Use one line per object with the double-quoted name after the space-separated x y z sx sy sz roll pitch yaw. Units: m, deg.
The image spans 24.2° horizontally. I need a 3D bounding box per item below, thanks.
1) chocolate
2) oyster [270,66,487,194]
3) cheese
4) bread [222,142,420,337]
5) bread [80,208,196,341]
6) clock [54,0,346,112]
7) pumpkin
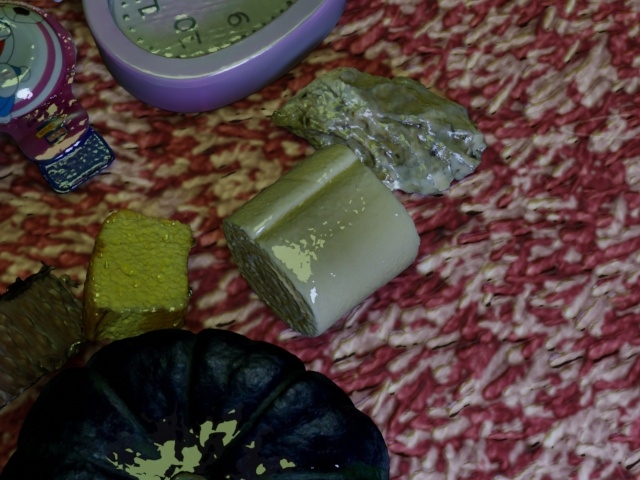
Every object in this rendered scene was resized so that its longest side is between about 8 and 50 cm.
-0.284 0.099 1.346 0.102 0.329 0.065 37 106 2 "chocolate"
0.070 -0.123 1.539 0.209 0.072 0.133 31 77 5 "oyster"
-0.310 -0.157 1.540 0.155 0.062 0.244 -35 78 -14 "cheese"
0.000 0.000 1.465 0.141 0.134 0.148 -37 89 -17 "bread"
-0.176 0.039 1.439 0.103 0.065 0.187 10 28 -11 "bread"
-0.133 -0.305 1.573 0.338 0.102 0.339 0 73 -1 "clock"
-0.114 0.253 1.315 0.363 0.266 0.363 -1 72 2 "pumpkin"
